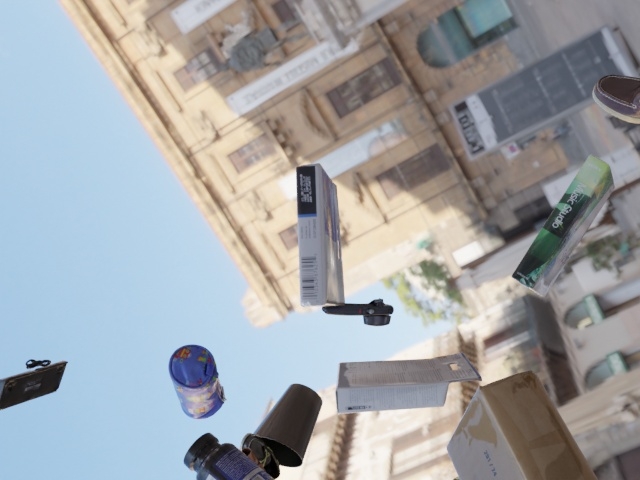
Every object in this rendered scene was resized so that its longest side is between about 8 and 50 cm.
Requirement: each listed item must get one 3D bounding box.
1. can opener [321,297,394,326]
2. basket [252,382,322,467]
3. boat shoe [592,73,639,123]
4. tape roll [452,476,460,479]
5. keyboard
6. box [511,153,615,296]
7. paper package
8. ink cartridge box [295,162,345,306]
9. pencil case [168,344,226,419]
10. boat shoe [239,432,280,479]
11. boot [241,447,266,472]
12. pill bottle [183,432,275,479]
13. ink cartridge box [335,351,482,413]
[{"bbox_3d":[0.096,0.176,2.042,0.059,0.186,0.073,169,106,-72],"label":"can opener"},{"bbox_3d":[-0.097,0.584,2.604,0.227,0.204,0.154,-58,-43,-38],"label":"basket"},{"bbox_3d":[0.824,-0.345,1.957,0.342,0.123,0.123,29,162,30],"label":"boat shoe"},{"bbox_3d":[0.528,0.751,2.315,0.321,0.321,0.077,10,-92,-69],"label":"tape roll"},{"bbox_3d":[-0.618,0.296,1.747,0.023,0.108,0.180,29,-163,21],"label":"keyboard"},{"bbox_3d":[0.566,-0.025,1.880,0.058,0.322,0.232,32,-175,24],"label":"box"},{"bbox_3d":[0.454,0.526,1.865,0.310,0.168,0.325,103,151,-47],"label":"paper package"},{"bbox_3d":[0.000,0.000,1.860,0.307,0.072,0.304,42,-136,-82],"label":"ink cartridge box"},{"bbox_3d":[-0.320,0.379,2.146,0.306,0.133,0.120,94,-179,-62],"label":"pencil case"},{"bbox_3d":[-0.175,0.643,2.418,0.081,0.068,0.228,-57,-32,-26],"label":"boat shoe"},{"bbox_3d":[-0.186,0.661,2.325,0.152,0.073,0.197,61,166,-2],"label":"boot"},{"bbox_3d":[-0.204,0.543,1.862,0.219,0.123,0.123,35,-173,22],"label":"pill bottle"},{"bbox_3d":[0.138,0.230,1.324,0.223,0.223,0.045,-32,-63,-86],"label":"ink cartridge box"}]
